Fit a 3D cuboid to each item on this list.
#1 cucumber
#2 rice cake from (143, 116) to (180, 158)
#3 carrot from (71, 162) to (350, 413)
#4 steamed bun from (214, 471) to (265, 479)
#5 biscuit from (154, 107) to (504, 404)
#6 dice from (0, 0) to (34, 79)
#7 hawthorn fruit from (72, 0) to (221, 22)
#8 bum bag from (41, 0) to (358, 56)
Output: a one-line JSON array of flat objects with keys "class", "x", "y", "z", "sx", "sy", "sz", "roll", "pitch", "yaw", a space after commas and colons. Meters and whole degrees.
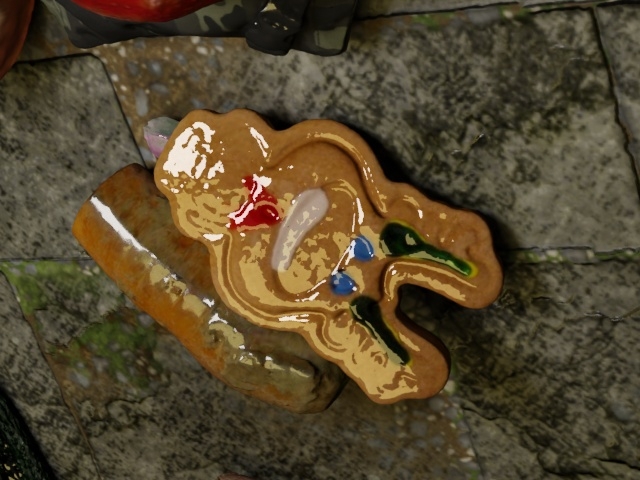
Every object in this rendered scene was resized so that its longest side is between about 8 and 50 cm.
[{"class": "cucumber", "x": -0.369, "y": 0.239, "z": 2.026, "sx": 0.052, "sy": 0.058, "sz": 0.214, "roll": -4, "pitch": 119, "yaw": 40}, {"class": "rice cake", "x": -0.073, "y": -0.066, "z": 1.625, "sx": 0.207, "sy": 0.036, "sz": 0.047, "roll": 23, "pitch": 137, "yaw": 12}, {"class": "carrot", "x": -0.097, "y": 0.053, "z": 1.674, "sx": 0.302, "sy": 0.139, "sz": 0.138, "roll": 38, "pitch": 135, "yaw": 10}, {"class": "steamed bun", "x": -0.057, "y": 0.339, "z": 1.882, "sx": 0.175, "sy": 0.106, "sz": 0.145, "roll": 29, "pitch": 134, "yaw": 12}, {"class": "biscuit", "x": 0.000, "y": 0.000, "z": 1.562, "sx": 0.334, "sy": 0.047, "sz": 0.202, "roll": 34, "pitch": 101, "yaw": 5}, {"class": "dice", "x": -0.378, "y": -0.227, "z": 1.576, "sx": 0.179, "sy": 0.175, "sz": 0.174, "roll": 35, "pitch": 131, "yaw": 17}, {"class": "hawthorn fruit", "x": -0.127, "y": -0.257, "z": 1.292, "sx": 0.230, "sy": 0.266, "sz": 0.210, "roll": -6, "pitch": 117, "yaw": 10}, {"class": "bum bag", "x": -0.110, "y": -0.224, "z": 1.485, "sx": 0.340, "sy": 0.095, "sz": 0.144, "roll": 4, "pitch": 135, "yaw": 24}]
